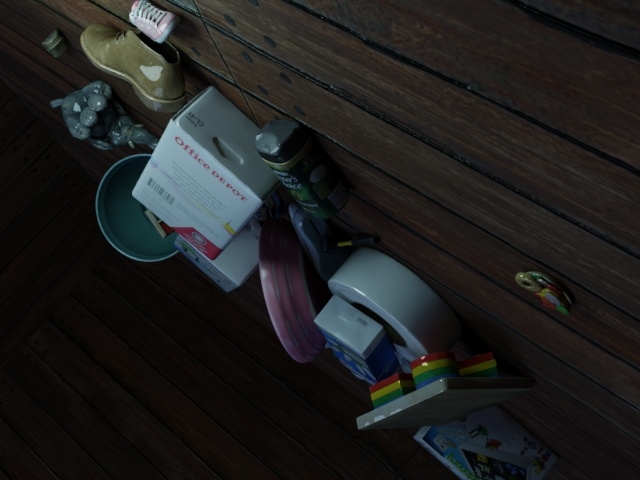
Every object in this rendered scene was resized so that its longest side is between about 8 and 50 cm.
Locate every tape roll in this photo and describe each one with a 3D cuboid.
[{"bbox_3d":[0.153,0.141,1.712,0.286,0.100,0.286,38,166,11],"label":"tape roll"}]

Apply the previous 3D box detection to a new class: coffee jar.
[{"bbox_3d":[-0.032,-0.124,1.407,0.096,0.079,0.184,24,159,50],"label":"coffee jar"}]

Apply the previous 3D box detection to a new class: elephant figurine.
[{"bbox_3d":[-0.555,-0.301,2.176,0.239,0.169,0.186,32,-152,-53],"label":"elephant figurine"}]

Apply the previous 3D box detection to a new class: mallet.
[{"bbox_3d":[0.055,0.003,1.638,0.062,0.039,0.189,6,173,-19],"label":"mallet"}]

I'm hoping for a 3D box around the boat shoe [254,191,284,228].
[{"bbox_3d":[-0.128,-0.077,1.857,0.066,0.066,0.183,35,166,24],"label":"boat shoe"}]

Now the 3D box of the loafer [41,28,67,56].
[{"bbox_3d":[-0.653,-0.485,2.032,0.050,0.056,0.148,45,176,-20],"label":"loafer"}]

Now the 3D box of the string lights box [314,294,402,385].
[{"bbox_3d":[0.088,0.228,1.786,0.133,0.077,0.260,32,164,28],"label":"string lights box"}]

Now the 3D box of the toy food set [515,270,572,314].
[{"bbox_3d":[0.324,0.073,1.180,0.083,0.020,0.082,46,166,-20],"label":"toy food set"}]

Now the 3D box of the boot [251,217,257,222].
[{"bbox_3d":[-0.171,-0.095,1.899,0.087,0.042,0.119,-115,4,-85],"label":"boot"}]

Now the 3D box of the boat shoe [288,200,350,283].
[{"bbox_3d":[0.000,0.000,1.762,0.076,0.083,0.226,43,162,49],"label":"boat shoe"}]

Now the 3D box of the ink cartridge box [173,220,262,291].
[{"bbox_3d":[-0.229,-0.011,2.068,0.198,0.197,0.270,41,167,-5],"label":"ink cartridge box"}]

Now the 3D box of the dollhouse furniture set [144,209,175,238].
[{"bbox_3d":[-0.271,-0.062,1.826,0.129,0.183,0.129,58,164,-9],"label":"dollhouse furniture set"}]

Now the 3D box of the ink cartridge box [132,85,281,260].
[{"bbox_3d":[-0.215,-0.121,1.611,0.226,0.131,0.306,42,144,-5],"label":"ink cartridge box"}]

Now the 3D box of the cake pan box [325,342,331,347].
[{"bbox_3d":[-0.024,0.166,2.200,0.246,0.070,0.267,64,164,-2],"label":"cake pan box"}]

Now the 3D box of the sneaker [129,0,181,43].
[{"bbox_3d":[-0.279,-0.367,1.363,0.070,0.051,0.134,41,172,-25],"label":"sneaker"}]

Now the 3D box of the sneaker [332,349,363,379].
[{"bbox_3d":[0.101,0.310,2.348,0.178,0.124,0.295,37,160,-7],"label":"sneaker"}]

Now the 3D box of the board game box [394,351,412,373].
[{"bbox_3d":[0.304,0.371,2.161,0.213,0.046,0.317,28,162,46],"label":"board game box"}]

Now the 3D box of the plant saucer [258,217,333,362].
[{"bbox_3d":[-0.040,0.104,1.845,0.332,0.084,0.332,-15,-90,-76],"label":"plant saucer"}]

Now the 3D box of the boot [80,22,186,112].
[{"bbox_3d":[-0.353,-0.363,1.559,0.305,0.112,0.115,37,137,32],"label":"boot"}]

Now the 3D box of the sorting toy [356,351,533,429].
[{"bbox_3d":[0.238,0.294,1.639,0.257,0.090,0.255,8,149,-38],"label":"sorting toy"}]

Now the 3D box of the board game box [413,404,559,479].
[{"bbox_3d":[0.400,0.498,1.982,0.305,0.193,0.053,41,166,-1],"label":"board game box"}]

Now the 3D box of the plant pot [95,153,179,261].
[{"bbox_3d":[-0.454,-0.100,2.319,0.293,0.293,0.196,40,-167,4],"label":"plant pot"}]
